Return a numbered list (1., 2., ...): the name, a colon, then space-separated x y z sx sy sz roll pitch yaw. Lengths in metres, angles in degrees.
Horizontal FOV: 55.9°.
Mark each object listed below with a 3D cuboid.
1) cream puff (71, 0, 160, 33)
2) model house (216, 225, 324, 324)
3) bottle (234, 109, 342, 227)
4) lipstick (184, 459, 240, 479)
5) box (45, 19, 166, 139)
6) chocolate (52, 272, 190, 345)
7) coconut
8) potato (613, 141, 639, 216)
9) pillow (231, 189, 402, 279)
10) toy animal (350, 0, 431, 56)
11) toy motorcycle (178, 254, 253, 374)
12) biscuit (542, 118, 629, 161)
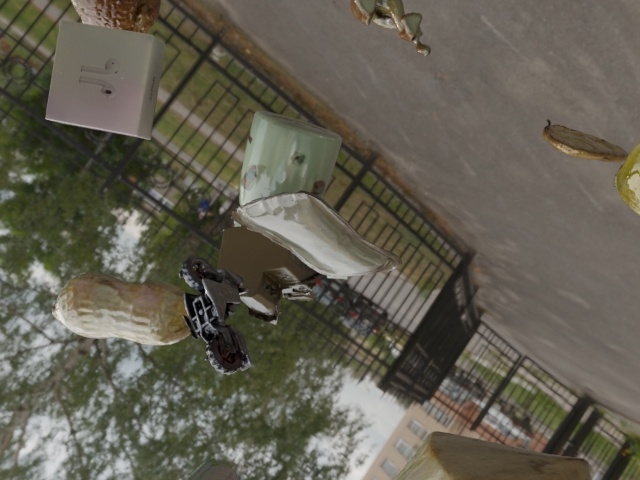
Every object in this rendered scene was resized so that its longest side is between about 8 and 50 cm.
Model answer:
1. cream puff: -0.492 -0.625 1.439 0.303 0.211 0.303 166 90 -83
2. model house: -0.075 0.091 1.232 0.180 0.176 0.248 -9 149 28
3. bottle: -0.088 -0.105 1.408 0.228 0.352 0.229 15 -166 -4
4. lipstick: -0.203 0.368 0.687 0.076 0.076 0.304 34 -152 13
5. box: -0.283 -0.211 0.799 0.129 0.130 0.051 11 -175 7
6. chocolate: -0.384 0.131 1.168 0.308 0.134 0.134 3 163 20
7. coconut: 0.212 0.383 0.737 0.328 0.329 0.329 35 175 4
8. potato: 0.587 -0.055 0.865 0.300 0.140 0.173 35 132 19
9. pillow: 0.000 0.000 0.725 0.130 0.038 0.232 -7 153 33
10. toy animal: 0.066 -0.421 0.880 0.158 0.097 0.313 -114 6 -64
11. toy motorcycle: -0.168 0.125 1.020 0.122 0.080 0.216 11 -131 -52
12. biscuit: 0.620 -0.229 1.432 0.203 0.041 0.260 36 -148 27
